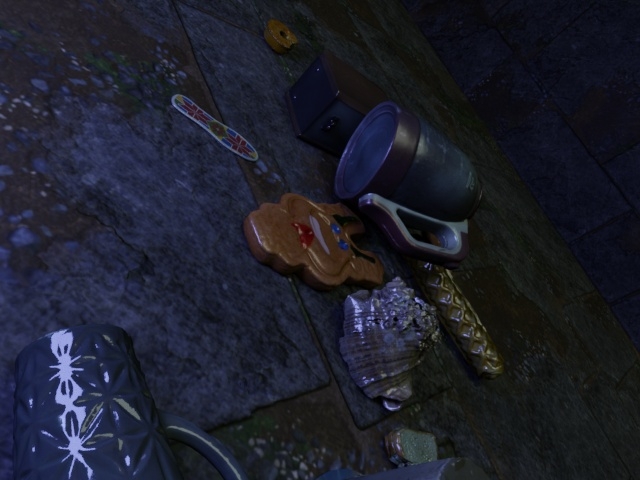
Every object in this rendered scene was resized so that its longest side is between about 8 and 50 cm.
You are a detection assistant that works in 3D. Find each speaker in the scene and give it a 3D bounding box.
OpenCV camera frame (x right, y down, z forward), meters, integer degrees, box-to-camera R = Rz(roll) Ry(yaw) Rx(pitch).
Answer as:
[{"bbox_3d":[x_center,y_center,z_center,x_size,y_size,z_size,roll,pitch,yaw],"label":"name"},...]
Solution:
[{"bbox_3d":[0.057,-0.315,1.182,0.230,0.153,0.193,17,45,-41],"label":"speaker"}]

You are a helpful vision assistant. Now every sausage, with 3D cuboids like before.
[{"bbox_3d":[0.304,0.019,1.256,0.043,0.043,0.186,24,41,-35],"label":"sausage"}]

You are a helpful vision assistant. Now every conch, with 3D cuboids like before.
[{"bbox_3d":[0.118,0.166,0.837,0.178,0.163,0.246,10,61,-2],"label":"conch"}]

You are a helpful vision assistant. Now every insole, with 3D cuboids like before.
[{"bbox_3d":[-0.197,-0.211,0.913,0.193,0.006,0.065,36,36,-22],"label":"insole"}]

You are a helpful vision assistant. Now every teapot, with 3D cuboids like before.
[{"bbox_3d":[0.214,-0.099,1.047,0.312,0.233,0.315,24,57,-20],"label":"teapot"}]

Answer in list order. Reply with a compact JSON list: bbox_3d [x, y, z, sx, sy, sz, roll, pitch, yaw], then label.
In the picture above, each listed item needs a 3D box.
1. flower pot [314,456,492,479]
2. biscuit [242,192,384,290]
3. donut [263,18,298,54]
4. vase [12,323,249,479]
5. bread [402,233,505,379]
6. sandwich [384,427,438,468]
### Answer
[{"bbox_3d":[0.109,0.356,0.556,0.212,0.202,0.212,33,39,-31],"label":"flower pot"},{"bbox_3d":[0.000,0.000,0.906,0.333,0.047,0.202,6,54,-47],"label":"biscuit"},{"bbox_3d":[-0.113,-0.553,1.311,0.097,0.043,0.108,47,34,-6],"label":"donut"},{"bbox_3d":[-0.170,0.223,0.407,0.251,0.156,0.301,4,49,-45],"label":"vase"},{"bbox_3d":[0.294,0.143,1.090,0.084,0.077,0.368,-12,67,-53],"label":"bread"},{"bbox_3d":[0.146,0.343,0.754,0.104,0.035,0.093,29,40,-29],"label":"sandwich"}]
